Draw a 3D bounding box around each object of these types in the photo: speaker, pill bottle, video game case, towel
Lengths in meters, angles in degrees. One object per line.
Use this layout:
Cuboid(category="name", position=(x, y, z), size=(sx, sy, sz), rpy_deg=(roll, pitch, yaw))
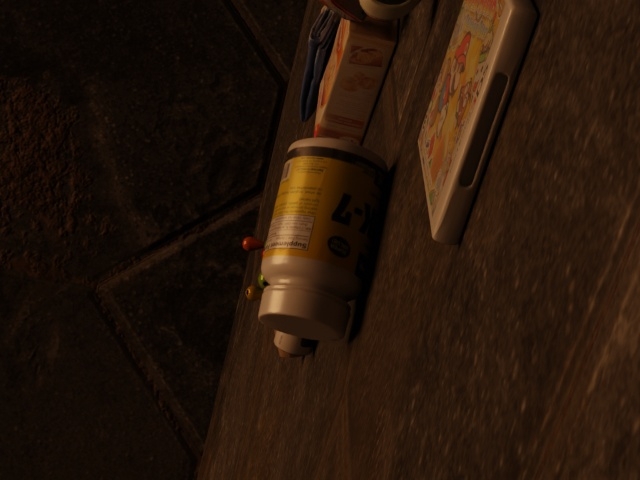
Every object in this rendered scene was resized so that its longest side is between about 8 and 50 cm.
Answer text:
Cuboid(category="speaker", position=(-0.019, 0.079, 2.020), size=(0.055, 0.055, 0.136), rpy_deg=(-92, 17, -69))
Cuboid(category="pill bottle", position=(0.000, 0.000, 1.735), size=(0.119, 0.119, 0.208), rpy_deg=(124, 159, -72))
Cuboid(category="video game case", position=(0.128, -0.133, 1.317), size=(0.227, 0.026, 0.206), rpy_deg=(-89, 15, -65))
Cuboid(category="towel", position=(0.035, -0.335, 2.266), size=(0.209, 0.034, 0.285), rpy_deg=(103, -169, -62))

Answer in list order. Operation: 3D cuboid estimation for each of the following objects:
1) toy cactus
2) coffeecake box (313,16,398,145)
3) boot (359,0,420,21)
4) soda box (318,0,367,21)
Cuboid(category="toy cactus", position=(-0.053, 0.070, 2.119), size=(0.219, 0.112, 0.180), rpy_deg=(-69, -23, -84))
Cuboid(category="coffeecake box", position=(0.049, -0.239, 2.086), size=(0.142, 0.068, 0.185), rpy_deg=(-84, 10, -50))
Cuboid(category="boot", position=(0.094, -0.328, 1.827), size=(0.176, 0.088, 0.244), rpy_deg=(115, 175, -63))
Cuboid(category="soda box", position=(0.069, -0.368, 1.959), size=(0.183, 0.058, 0.063), rpy_deg=(-58, 23, -2))
